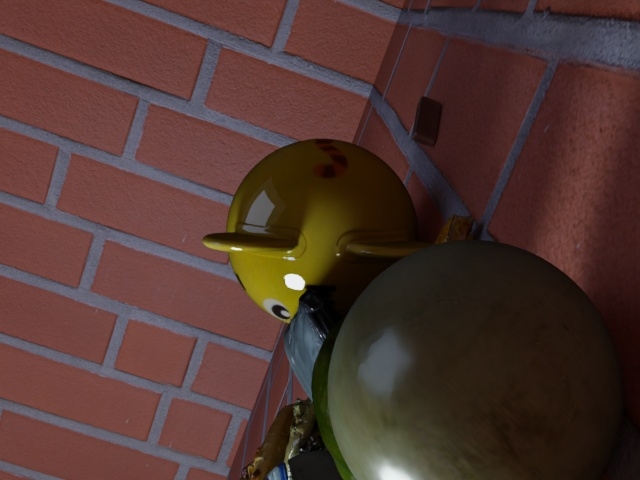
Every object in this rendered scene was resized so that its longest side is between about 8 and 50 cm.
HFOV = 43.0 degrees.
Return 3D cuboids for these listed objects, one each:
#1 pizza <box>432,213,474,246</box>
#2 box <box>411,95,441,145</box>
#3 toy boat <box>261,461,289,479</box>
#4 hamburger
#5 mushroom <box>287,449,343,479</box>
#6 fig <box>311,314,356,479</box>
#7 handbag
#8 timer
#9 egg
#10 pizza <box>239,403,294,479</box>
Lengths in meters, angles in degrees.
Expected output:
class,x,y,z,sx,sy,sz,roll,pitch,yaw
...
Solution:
class,x,y,z,sx,sy,sz,roll,pitch,yaw
pizza,0.171,0.053,1.133,0.134,0.046,0.175,-78,9,-52
box,0.213,-0.239,1.631,0.025,0.048,0.115,124,163,-52
toy boat,-0.043,0.461,1.264,0.080,0.046,0.229,150,103,-85
hamburger,0.003,0.377,1.385,0.183,0.130,0.206,-60,-23,-74
mushroom,0.016,0.383,1.202,0.117,0.141,0.188,-29,21,2
fig,0.064,0.201,0.964,0.195,0.195,0.245,-87,21,-68
handbag,0.010,0.186,1.203,0.075,0.191,0.332,-27,-12,-13
timer,0.000,0.000,1.395,0.387,0.376,0.376,-96,25,-81
egg,0.119,0.106,0.645,0.295,0.218,0.218,-51,-18,-76
pizza,-0.092,0.481,1.522,0.278,0.114,0.409,88,-162,-44
